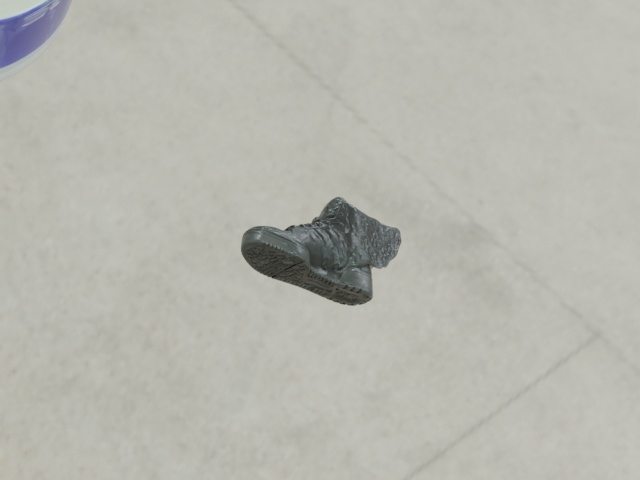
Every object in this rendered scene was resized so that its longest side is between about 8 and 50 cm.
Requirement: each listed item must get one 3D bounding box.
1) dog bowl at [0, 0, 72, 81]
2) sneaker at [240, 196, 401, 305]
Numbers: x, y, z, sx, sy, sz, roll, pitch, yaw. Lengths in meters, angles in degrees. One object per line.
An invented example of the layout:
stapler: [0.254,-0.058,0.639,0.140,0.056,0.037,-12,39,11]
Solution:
dog bowl: [-0.327,-0.259,1.186,0.265,0.104,0.264,10,62,-19]
sneaker: [0.002,-0.001,1.253,0.170,0.051,0.089,26,56,-35]
